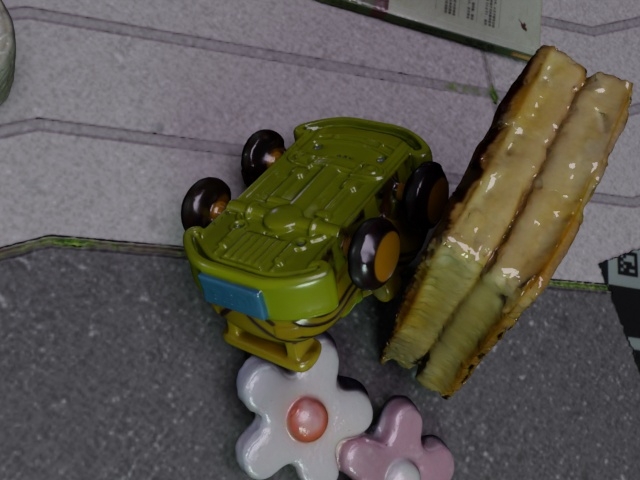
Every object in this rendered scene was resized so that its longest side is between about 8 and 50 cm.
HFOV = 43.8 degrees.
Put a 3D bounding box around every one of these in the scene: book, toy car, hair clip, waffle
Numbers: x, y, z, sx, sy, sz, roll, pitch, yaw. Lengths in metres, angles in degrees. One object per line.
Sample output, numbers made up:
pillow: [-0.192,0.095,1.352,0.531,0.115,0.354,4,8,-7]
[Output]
book: [0.135,-0.330,0.919,0.290,0.026,0.201,13,74,-18]
toy car: [0.000,0.000,0.710,0.248,0.200,0.142,-44,139,-36]
hair clip: [0.022,0.188,0.733,0.257,0.075,0.146,38,63,-14]
waffle: [0.147,0.003,0.687,0.091,0.308,0.213,28,68,9]

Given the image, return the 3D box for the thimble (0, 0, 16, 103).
thimble: [-0.314,-0.168,0.675,0.115,0.090,0.102,47,66,-6]

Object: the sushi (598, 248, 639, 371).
sushi: [0.496,0.116,0.934,0.292,0.059,0.294,-20,86,-23]
